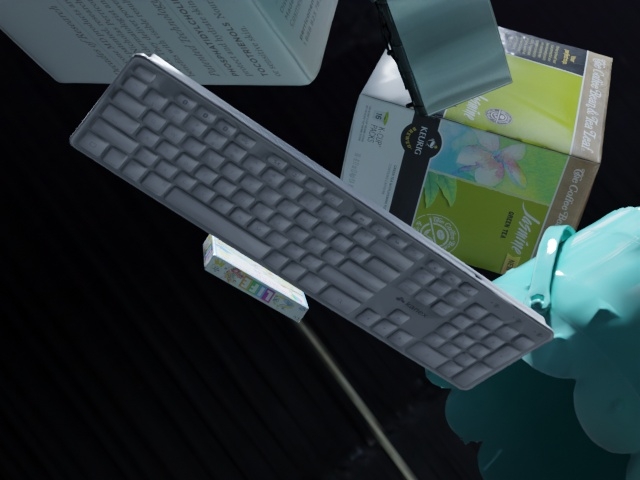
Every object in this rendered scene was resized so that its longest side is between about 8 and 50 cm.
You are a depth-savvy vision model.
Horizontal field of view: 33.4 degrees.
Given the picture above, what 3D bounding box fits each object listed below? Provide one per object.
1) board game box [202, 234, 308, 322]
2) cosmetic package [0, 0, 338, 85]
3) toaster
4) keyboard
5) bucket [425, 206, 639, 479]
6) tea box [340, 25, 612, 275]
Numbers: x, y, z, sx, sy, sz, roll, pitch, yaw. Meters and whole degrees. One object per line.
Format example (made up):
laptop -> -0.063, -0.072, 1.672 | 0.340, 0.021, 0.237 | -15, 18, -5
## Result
board game box -> -0.092, 0.050, 1.495 | 0.026, 0.154, 0.103 | -56, 16, 11
cosmetic package -> -0.199, -0.405, 1.256 | 0.327, 0.393, 0.330 | 47, -126, -55
toaster -> 0.110, -0.233, 1.067 | 0.110, 0.168, 0.186 | -19, 37, 10
keyboard -> 0.000, 0.000, 0.532 | 0.072, 0.256, 0.014 | -43, 23, 35
bucket -> 0.228, 0.119, 0.830 | 0.183, 0.281, 0.281 | -32, -8, -16
tea box -> 0.225, -0.146, 1.523 | 0.329, 0.323, 0.220 | -63, -13, -52
